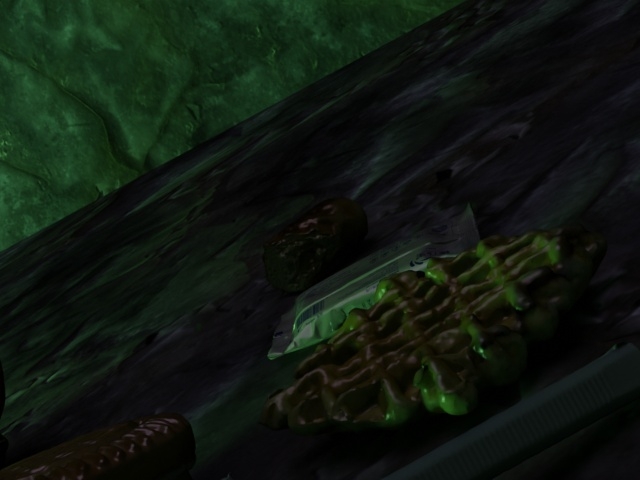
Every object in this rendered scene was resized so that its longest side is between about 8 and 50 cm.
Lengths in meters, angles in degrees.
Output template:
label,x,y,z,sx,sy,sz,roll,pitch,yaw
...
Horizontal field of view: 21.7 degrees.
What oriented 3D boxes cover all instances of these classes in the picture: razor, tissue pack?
label,x,y,z,sx,sy,sz,roll,pitch,yaw
razor,0.054,0.115,0.831,0.277,0.056,0.111,-16,-14,-25
tissue pack,0.045,0.034,1.375,0.193,0.026,0.122,-28,12,10

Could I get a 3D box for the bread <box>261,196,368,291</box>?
label,x,y,z,sx,sy,sz,roll,pitch,yaw
bread,0.000,0.000,1.564,0.110,0.060,0.066,-36,-17,-32

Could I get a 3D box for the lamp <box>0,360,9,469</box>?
label,x,y,z,sx,sy,sz,roll,pitch,yaw
lamp,-0.371,0.157,1.450,0.223,0.196,0.223,-59,-10,-18

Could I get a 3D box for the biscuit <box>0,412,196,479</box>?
label,x,y,z,sx,sy,sz,roll,pitch,yaw
biscuit,-0.193,0.188,1.083,0.259,0.079,0.259,-22,0,0

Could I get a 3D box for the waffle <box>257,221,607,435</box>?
label,x,y,z,sx,sy,sz,roll,pitch,yaw
waffle,0.084,0.060,1.090,0.204,0.054,0.223,-19,17,43
